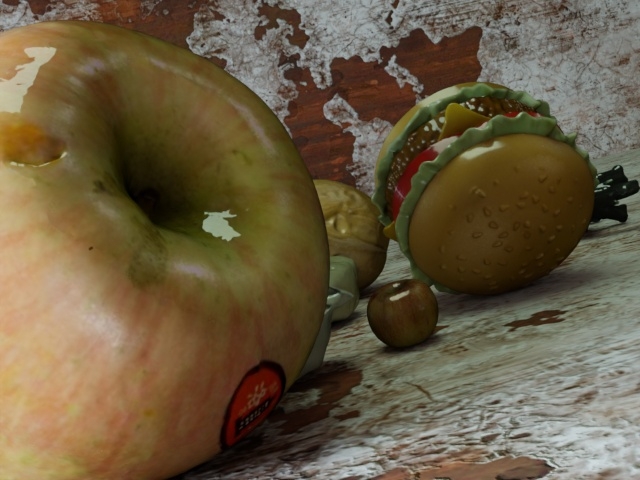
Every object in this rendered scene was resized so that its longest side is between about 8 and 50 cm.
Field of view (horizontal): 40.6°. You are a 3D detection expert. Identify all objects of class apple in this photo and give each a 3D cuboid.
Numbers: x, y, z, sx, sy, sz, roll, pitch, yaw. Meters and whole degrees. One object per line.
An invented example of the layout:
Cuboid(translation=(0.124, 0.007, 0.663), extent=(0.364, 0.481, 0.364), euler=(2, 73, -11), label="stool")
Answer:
Cuboid(translation=(0.092, 0.082, 0.954), extent=(0.084, 0.071, 0.084), euler=(-19, 10, 4), label="apple")
Cuboid(translation=(-0.189, 0.018, 0.719), extent=(0.391, 0.391, 0.346), euler=(-18, -12, -46), label="apple")

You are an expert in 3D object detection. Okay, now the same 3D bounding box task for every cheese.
Cuboid(translation=(-0.064, 0.084, 1.235), extent=(0.263, 0.093, 0.159), euler=(-10, 8, 34), label="cheese")

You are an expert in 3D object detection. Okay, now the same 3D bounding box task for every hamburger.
Cuboid(translation=(0.214, -0.053, 1.107), extent=(0.275, 0.274, 0.212), euler=(-14, 40, -8), label="hamburger")

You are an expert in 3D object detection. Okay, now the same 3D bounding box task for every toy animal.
Cuboid(translation=(0.446, -0.058, 1.467), extent=(0.146, 0.114, 0.245), euler=(-8, -18, -13), label="toy animal")

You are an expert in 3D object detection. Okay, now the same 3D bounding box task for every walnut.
Cuboid(translation=(0.000, 0.000, 1.384), extent=(0.226, 0.193, 0.193), euler=(1, 0, -19), label="walnut")

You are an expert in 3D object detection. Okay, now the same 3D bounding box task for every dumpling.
Cuboid(translation=(-0.048, 0.106, 0.924), extent=(0.188, 0.108, 0.127), euler=(-28, -19, -6), label="dumpling")
